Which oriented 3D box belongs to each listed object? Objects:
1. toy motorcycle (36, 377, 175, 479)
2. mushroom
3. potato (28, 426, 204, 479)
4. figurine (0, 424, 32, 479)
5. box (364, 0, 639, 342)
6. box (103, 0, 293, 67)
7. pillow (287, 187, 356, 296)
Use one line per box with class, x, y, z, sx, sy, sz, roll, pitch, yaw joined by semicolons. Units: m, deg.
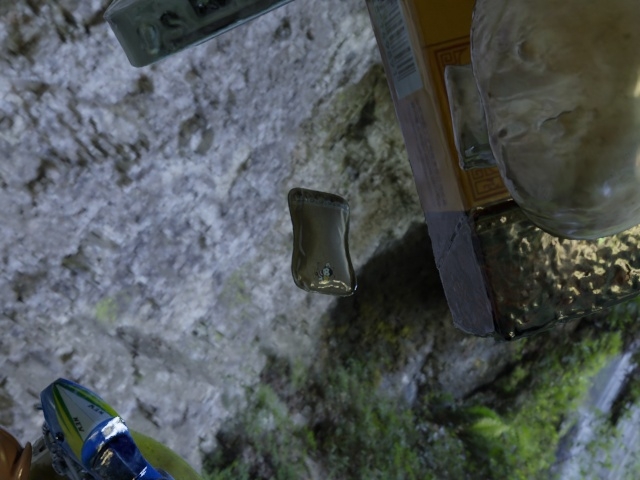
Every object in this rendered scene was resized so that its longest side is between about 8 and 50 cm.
toy motorcycle;-0.129;0.215;0.562;0.254;0.092;0.135;44;-42;6
mushroom;0.129;-0.080;0.388;0.127;0.166;0.166;-15;-35;17
potato;-0.185;0.280;0.695;0.248;0.169;0.143;49;-35;-17
figurine;-0.316;0.172;0.580;0.157;0.114;0.126;-5;17;12
box;0.208;-0.137;0.675;0.116;0.265;0.415;-178;-108;-76
box;-0.089;-0.411;1.023;0.396;0.396;0.111;-90;155;-55
pillow;0.000;0.000;1.310;0.130;0.217;0.033;11;-32;-21
